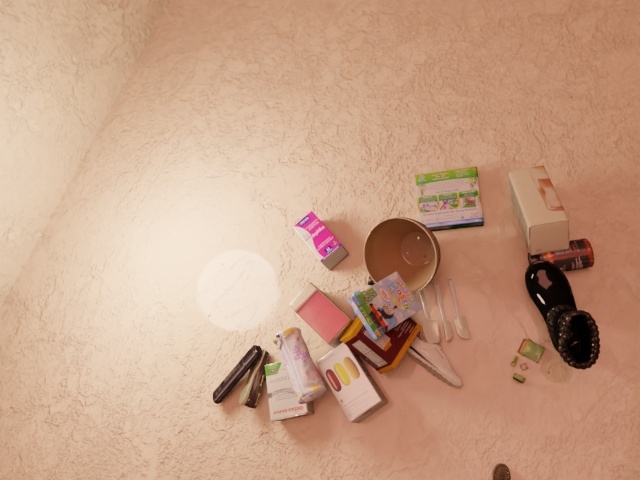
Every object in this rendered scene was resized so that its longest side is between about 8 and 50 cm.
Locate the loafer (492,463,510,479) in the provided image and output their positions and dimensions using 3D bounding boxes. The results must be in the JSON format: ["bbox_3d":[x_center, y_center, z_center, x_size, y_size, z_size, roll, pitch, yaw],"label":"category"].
[{"bbox_3d":[0.568,0.784,1.483,0.056,0.050,0.148,7,55,18],"label":"loafer"}]

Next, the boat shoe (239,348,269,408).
[{"bbox_3d":[-0.247,0.543,1.855,0.068,0.081,0.228,30,62,-17],"label":"boat shoe"}]

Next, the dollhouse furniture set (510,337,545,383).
[{"bbox_3d":[0.694,0.403,1.588,0.076,0.058,0.152,27,79,26],"label":"dollhouse furniture set"}]

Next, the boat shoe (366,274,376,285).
[{"bbox_3d":[0.215,0.116,1.881,0.042,0.049,0.133,6,73,15],"label":"boat shoe"}]

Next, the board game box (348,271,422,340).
[{"bbox_3d":[0.225,0.223,1.631,0.211,0.039,0.160,-27,76,-27],"label":"board game box"}]

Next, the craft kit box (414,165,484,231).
[{"bbox_3d":[0.513,-0.164,1.889,0.249,0.061,0.247,-6,69,17],"label":"craft kit box"}]

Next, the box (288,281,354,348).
[{"bbox_3d":[0.015,0.292,1.819,0.232,0.148,0.127,40,86,29],"label":"box"}]

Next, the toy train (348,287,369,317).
[{"bbox_3d":[0.203,0.238,1.821,0.184,0.080,0.105,-16,73,10],"label":"toy train"}]

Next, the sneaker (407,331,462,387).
[{"bbox_3d":[0.412,0.423,1.668,0.235,0.090,0.095,38,72,26],"label":"sneaker"}]

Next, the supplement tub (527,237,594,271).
[{"bbox_3d":[0.839,0.059,1.653,0.197,0.106,0.106,-11,66,16],"label":"supplement tub"}]

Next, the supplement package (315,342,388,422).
[{"bbox_3d":[0.113,0.513,1.702,0.139,0.134,0.244,-36,62,2],"label":"supplement package"}]

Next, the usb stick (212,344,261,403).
[{"bbox_3d":[-0.330,0.530,1.868,0.278,0.045,0.077,-49,23,5],"label":"usb stick"}]

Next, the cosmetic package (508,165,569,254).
[{"bbox_3d":[0.770,-0.112,1.669,0.129,0.153,0.296,-11,45,16],"label":"cosmetic package"}]

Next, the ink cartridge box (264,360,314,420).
[{"bbox_3d":[-0.119,0.567,1.787,0.153,0.087,0.209,-15,63,12],"label":"ink cartridge box"}]

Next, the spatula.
[{"bbox_3d":[0.445,0.253,1.734,0.168,0.019,0.242,-7,65,-2],"label":"spatula"}]

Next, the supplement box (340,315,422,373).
[{"bbox_3d":[0.215,0.331,1.675,0.194,0.129,0.191,40,61,3],"label":"supplement box"}]

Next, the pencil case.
[{"bbox_3d":[-0.078,0.449,1.706,0.113,0.124,0.273,-29,64,2],"label":"pencil case"}]

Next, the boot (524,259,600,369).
[{"bbox_3d":[0.762,0.219,1.489,0.131,0.260,0.348,-24,76,18],"label":"boot"}]

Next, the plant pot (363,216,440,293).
[{"bbox_3d":[0.330,0.047,1.767,0.284,0.191,0.284,5,100,32],"label":"plant pot"}]

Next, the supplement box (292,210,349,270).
[{"bbox_3d":[0.000,0.000,1.967,0.111,0.114,0.220,-41,60,0],"label":"supplement box"}]
